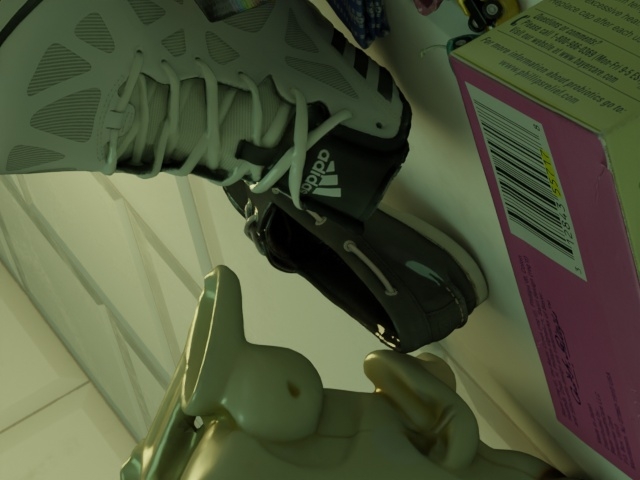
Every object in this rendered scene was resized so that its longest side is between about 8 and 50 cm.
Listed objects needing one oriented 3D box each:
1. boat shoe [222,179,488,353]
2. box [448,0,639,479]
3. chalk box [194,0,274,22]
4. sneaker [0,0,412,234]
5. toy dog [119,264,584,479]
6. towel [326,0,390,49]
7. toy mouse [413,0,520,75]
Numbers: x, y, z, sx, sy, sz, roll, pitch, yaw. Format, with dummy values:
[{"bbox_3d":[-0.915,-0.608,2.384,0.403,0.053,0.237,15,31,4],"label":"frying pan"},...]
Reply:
[{"bbox_3d":[0.000,0.000,1.747,0.335,0.095,0.112,28,149,42],"label":"boat shoe"},{"bbox_3d":[0.209,-0.035,0.890,0.117,0.243,0.213,38,154,54],"label":"box"},{"bbox_3d":[-0.020,-0.248,1.330,0.132,0.132,0.213,55,155,-14],"label":"chalk box"},{"bbox_3d":[-0.074,-0.104,1.454,0.257,0.447,0.169,32,116,16],"label":"sneaker"},{"bbox_3d":[0.058,0.241,1.675,0.395,0.408,0.284,-106,35,-67],"label":"toy dog"},{"bbox_3d":[-0.044,-0.328,1.516,0.243,0.040,0.336,47,160,40],"label":"towel"},{"bbox_3d":[0.099,-0.158,1.390,0.161,0.031,0.143,58,164,8],"label":"toy mouse"}]
